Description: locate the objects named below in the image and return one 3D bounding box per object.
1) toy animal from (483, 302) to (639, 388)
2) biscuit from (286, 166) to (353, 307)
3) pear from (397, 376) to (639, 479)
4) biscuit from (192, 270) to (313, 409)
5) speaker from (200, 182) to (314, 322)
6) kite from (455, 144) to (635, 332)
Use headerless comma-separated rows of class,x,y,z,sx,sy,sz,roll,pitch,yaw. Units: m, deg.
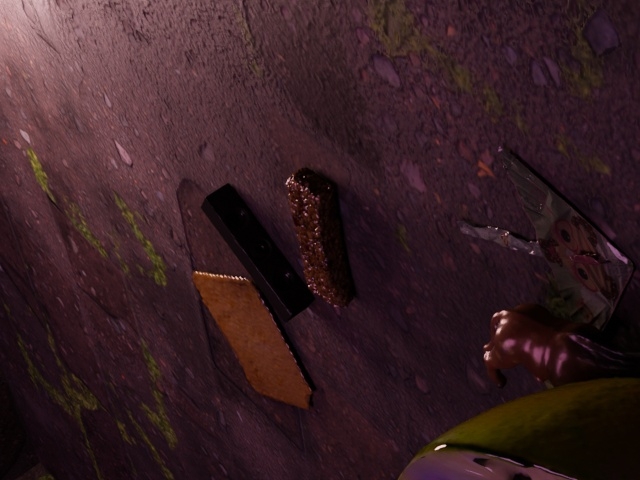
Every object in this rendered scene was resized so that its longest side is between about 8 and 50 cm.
toy animal,0.254,0.115,1.339,0.224,0.066,0.229,30,153,18
biscuit,0.000,0.000,1.737,0.064,0.034,0.199,39,152,38
pear,0.274,0.244,1.273,0.399,0.165,0.399,27,151,17
biscuit,-0.096,0.147,2.167,0.237,0.013,0.232,6,126,63
speaker,-0.083,0.016,1.924,0.191,0.040,0.046,53,160,5
kite,0.205,0.011,1.368,0.250,0.012,0.229,17,135,59
